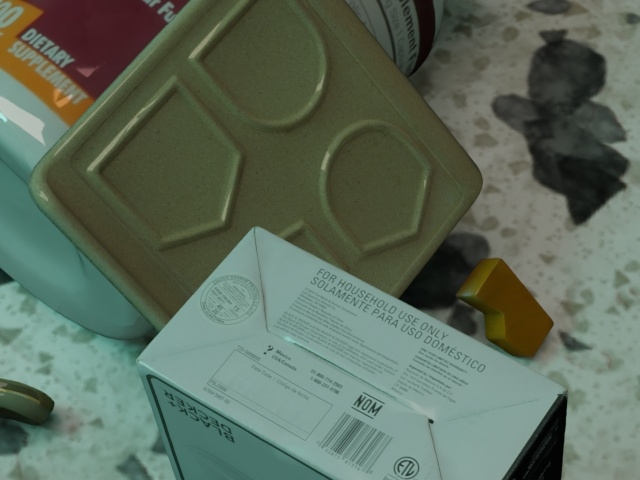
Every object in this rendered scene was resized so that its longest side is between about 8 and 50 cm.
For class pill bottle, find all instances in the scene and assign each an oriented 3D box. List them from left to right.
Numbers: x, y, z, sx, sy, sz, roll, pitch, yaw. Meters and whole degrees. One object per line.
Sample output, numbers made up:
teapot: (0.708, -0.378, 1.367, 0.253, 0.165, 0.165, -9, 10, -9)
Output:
pill bottle: (-0.062, -0.144, 1.002, 0.224, 0.224, 0.392, 33, 64, 25)

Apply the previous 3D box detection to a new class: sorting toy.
sorting toy: (0.000, 0.000, 0.892, 0.041, 0.307, 0.229, -4, 43, 55)

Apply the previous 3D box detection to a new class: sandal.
sandal: (-0.254, 0.105, 0.951, 0.180, 0.072, 0.049, 6, 77, 4)

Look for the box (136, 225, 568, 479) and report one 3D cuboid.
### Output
box: (0.022, 0.139, 0.757, 0.169, 0.290, 0.087, 26, 60, 24)
